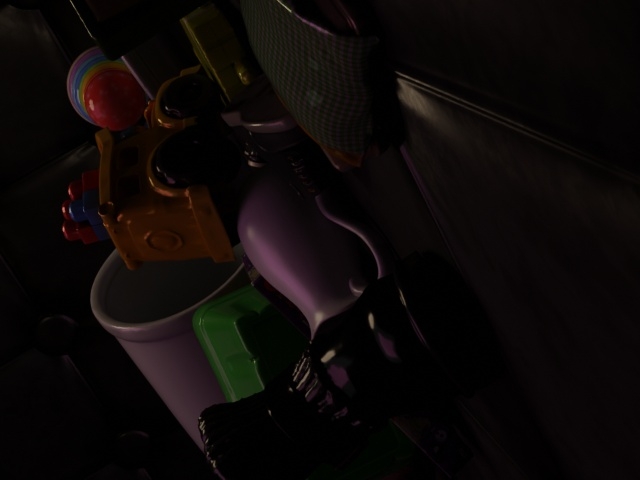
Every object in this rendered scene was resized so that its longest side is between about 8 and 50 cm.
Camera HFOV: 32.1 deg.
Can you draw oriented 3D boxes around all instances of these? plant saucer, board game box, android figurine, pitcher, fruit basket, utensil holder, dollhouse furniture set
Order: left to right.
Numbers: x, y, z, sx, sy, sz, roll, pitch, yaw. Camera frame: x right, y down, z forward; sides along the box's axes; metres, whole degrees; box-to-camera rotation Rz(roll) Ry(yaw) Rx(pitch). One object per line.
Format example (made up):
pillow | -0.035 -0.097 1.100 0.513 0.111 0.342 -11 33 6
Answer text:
plant saucer | -0.246 -0.302 1.766 0.400 0.100 0.400 55 -177 -4
dollhouse furniture set | -0.091 -0.172 0.793 0.301 0.151 0.197 58 175 22
android figurine | -0.114 -0.219 1.329 0.248 0.056 0.273 63 174 -35
utensil holder | -0.170 0.169 1.983 0.385 0.327 0.327 62 175 -35
fruit basket | -0.010 0.221 1.758 0.392 0.283 0.392 59 166 26
pitcher | 0.000 0.000 1.204 0.207 0.125 0.178 61 140 23
board game box | 0.041 0.141 1.414 0.347 0.056 0.208 45 176 -12

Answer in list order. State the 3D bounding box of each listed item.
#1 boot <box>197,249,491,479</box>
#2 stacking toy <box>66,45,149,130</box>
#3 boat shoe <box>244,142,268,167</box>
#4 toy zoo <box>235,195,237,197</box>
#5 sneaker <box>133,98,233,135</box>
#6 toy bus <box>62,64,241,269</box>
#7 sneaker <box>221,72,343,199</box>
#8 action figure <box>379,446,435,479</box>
boot | 0.009 0.144 1.015 0.131 0.260 0.348 59 176 11
stacking toy | -0.331 -0.231 1.747 0.141 0.141 0.330 61 176 -16
boat shoe | -0.087 -0.139 1.639 0.133 0.049 0.042 -103 18 -76
toy zoo | -0.179 -0.048 2.094 0.293 0.030 0.192 17 164 10
sneaker | -0.257 -0.209 2.025 0.147 0.130 0.330 49 -164 -7
toy bus | -0.201 -0.076 1.299 0.149 0.211 0.220 72 -171 -53
sneaker | -0.010 -0.094 0.994 0.118 0.083 0.222 45 176 -15
action figure | 0.157 0.434 1.979 0.370 0.276 0.248 -75 -37 -69
